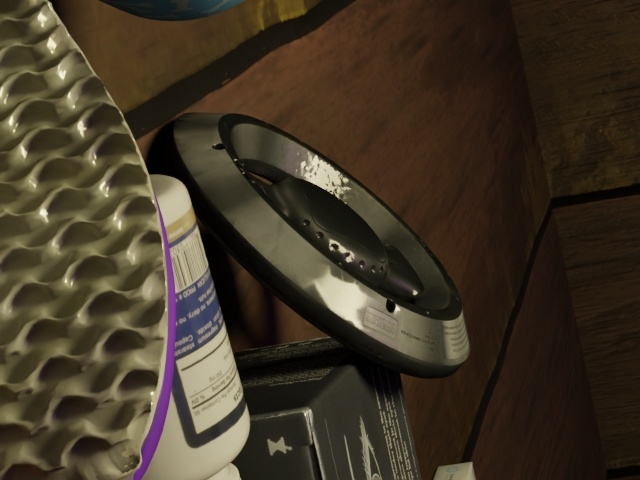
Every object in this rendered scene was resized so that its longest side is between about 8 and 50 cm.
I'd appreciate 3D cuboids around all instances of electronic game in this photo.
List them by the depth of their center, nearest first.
[{"bbox_3d":[0.000,0.000,0.953,0.229,0.048,0.229,36,16,-12],"label":"electronic game"}]

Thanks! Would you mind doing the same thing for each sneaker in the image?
[{"bbox_3d":[-0.111,-0.015,0.575,0.146,0.102,0.293,72,-4,-59],"label":"sneaker"}]

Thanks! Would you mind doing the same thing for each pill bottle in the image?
[{"bbox_3d":[-0.086,0.063,0.724,0.094,0.094,0.169,-56,134,-68],"label":"pill bottle"}]

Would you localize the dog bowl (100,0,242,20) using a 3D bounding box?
[{"bbox_3d":[-0.083,-0.249,0.805,0.074,0.166,0.297,47,36,-71],"label":"dog bowl"}]

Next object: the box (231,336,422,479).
[{"bbox_3d":[-0.015,0.148,0.893,0.207,0.108,0.153,-27,106,-73],"label":"box"}]

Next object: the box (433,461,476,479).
[{"bbox_3d":[0.133,0.318,1.436,0.145,0.038,0.186,-49,127,-70],"label":"box"}]
